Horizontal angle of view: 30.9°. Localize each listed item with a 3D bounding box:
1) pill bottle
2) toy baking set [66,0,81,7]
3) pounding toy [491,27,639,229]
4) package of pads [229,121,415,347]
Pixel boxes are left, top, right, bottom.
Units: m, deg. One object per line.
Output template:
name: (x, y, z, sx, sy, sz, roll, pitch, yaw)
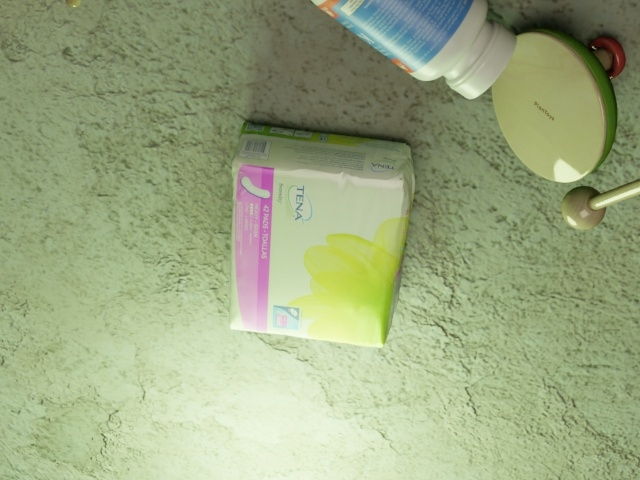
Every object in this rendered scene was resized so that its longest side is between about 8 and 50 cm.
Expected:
pill bottle: (0.108, -0.257, 1.300, 0.221, 0.124, 0.124, 34, 124, -15)
toy baking set: (-0.302, -0.390, 1.279, 0.197, 0.030, 0.256, 41, 122, 7)
pounding toy: (0.314, -0.148, 1.352, 0.237, 0.110, 0.183, 62, 152, 7)
package of pads: (0.000, 0.000, 1.520, 0.229, 0.101, 0.296, 7, 127, 4)
